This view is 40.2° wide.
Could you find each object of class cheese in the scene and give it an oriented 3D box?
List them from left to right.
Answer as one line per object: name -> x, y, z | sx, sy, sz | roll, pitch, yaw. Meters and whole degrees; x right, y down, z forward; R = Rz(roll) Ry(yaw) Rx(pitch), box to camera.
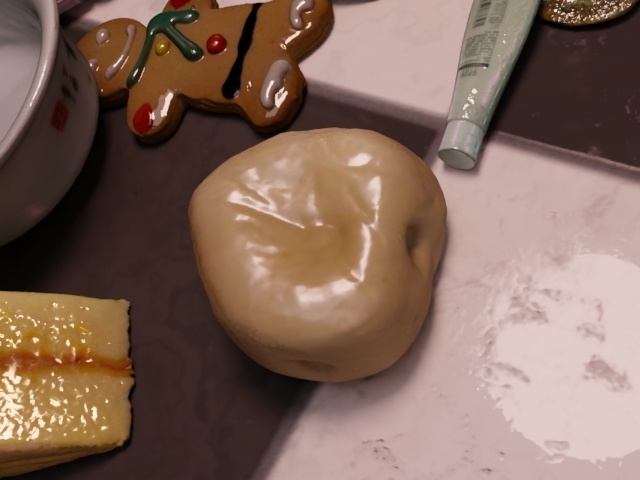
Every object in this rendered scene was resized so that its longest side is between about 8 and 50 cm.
cheese -> 0.000, 0.000, 0.728 | 0.218, 0.117, 0.235 | -41, 60, -4

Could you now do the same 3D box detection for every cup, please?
cup -> -0.366, -0.121, 0.898 | 0.347, 0.163, 0.347 | -10, 64, 20

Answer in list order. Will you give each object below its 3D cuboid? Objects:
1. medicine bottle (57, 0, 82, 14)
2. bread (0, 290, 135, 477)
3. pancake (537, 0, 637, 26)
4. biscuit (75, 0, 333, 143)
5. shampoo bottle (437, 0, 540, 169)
medicine bottle -> -0.262, -0.336, 1.025 | 0.203, 0.083, 0.083 | -35, 57, 2
bread -> -0.318, 0.113, 0.766 | 0.264, 0.163, 0.167 | -17, 58, 12
pancake -> 0.248, -0.242, 0.814 | 0.108, 0.017, 0.108 | -9, 62, 17
biscuit -> -0.143, -0.194, 0.927 | 0.302, 0.049, 0.196 | 5, 64, 25
shampoo bottle -> 0.149, -0.155, 0.792 | 0.069, 0.041, 0.190 | 4, 66, 39
